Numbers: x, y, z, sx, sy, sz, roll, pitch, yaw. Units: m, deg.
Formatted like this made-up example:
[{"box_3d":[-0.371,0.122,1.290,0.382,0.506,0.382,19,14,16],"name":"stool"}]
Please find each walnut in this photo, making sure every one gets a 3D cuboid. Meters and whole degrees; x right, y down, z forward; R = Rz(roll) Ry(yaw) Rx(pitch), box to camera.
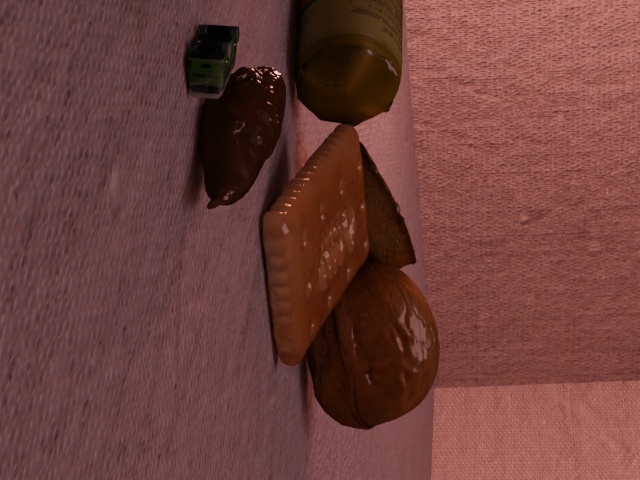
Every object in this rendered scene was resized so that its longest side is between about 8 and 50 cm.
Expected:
[{"box_3d":[0.053,0.106,1.847,0.144,0.144,0.180,6,69,-83],"name":"walnut"}]

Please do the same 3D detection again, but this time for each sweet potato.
[{"box_3d":[-0.062,-0.078,1.307,0.068,0.060,0.206,42,29,-22],"name":"sweet potato"}]

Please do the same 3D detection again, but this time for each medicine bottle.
[{"box_3d":[0.031,-0.232,1.909,0.124,0.124,0.238,80,10,-47],"name":"medicine bottle"}]

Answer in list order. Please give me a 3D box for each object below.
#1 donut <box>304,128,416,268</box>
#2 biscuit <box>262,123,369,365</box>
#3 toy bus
[{"box_3d":[0.039,-0.034,1.898,0.162,0.065,0.178,53,-10,39],"name":"donut"},{"box_3d":[0.001,0.000,1.697,0.249,0.030,0.160,-53,141,-60],"name":"biscuit"},{"box_3d":[-0.078,-0.134,1.286,0.083,0.031,0.037,-77,170,-66],"name":"toy bus"}]
